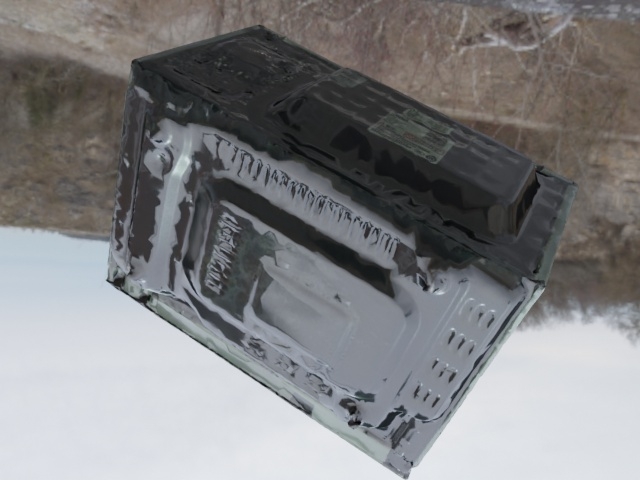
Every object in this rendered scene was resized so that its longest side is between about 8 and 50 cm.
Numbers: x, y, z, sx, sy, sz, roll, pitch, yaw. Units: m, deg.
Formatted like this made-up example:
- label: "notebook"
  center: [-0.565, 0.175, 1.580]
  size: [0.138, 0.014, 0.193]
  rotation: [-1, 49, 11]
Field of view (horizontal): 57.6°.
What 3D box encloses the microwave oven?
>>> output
- label: "microwave oven"
  center: [0.000, 0.000, 0.455]
  size: [0.295, 0.237, 0.181]
  rotation: [31, -142, 13]
